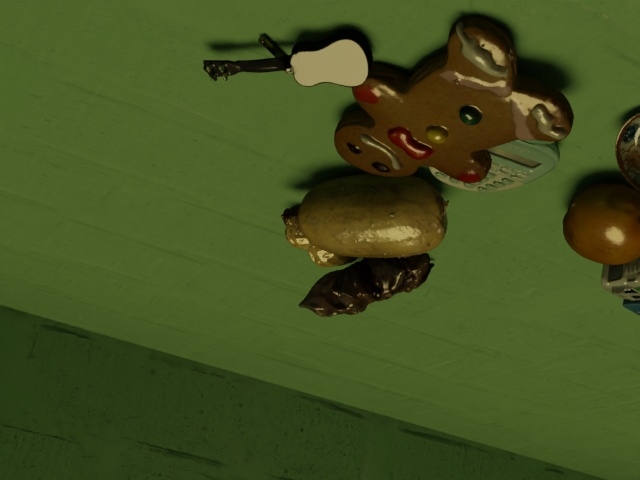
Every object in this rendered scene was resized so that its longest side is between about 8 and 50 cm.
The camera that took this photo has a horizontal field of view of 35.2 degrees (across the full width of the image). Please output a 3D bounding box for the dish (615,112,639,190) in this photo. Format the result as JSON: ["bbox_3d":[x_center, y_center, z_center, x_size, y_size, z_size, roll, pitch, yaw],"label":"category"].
[{"bbox_3d":[0.528,-0.143,1.526,0.141,0.078,0.141,21,125,32],"label":"dish"}]

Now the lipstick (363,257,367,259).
[{"bbox_3d":[0.101,0.021,2.190,0.027,0.027,0.176,7,159,9],"label":"lipstick"}]

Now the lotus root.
[{"bbox_3d":[0.075,-0.040,1.881,0.342,0.152,0.169,-3,154,25],"label":"lotus root"}]

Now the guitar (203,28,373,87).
[{"bbox_3d":[-0.057,-0.261,1.499,0.271,0.038,0.084,-2,128,19],"label":"guitar"}]

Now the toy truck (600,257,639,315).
[{"bbox_3d":[0.683,0.085,1.916,0.367,0.146,0.175,27,157,-35],"label":"toy truck"}]

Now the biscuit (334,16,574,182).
[{"bbox_3d":[0.172,-0.173,1.554,0.283,0.064,0.432,37,148,-26],"label":"biscuit"}]

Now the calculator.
[{"bbox_3d":[0.290,-0.144,1.676,0.184,0.042,0.295,17,160,-16],"label":"calculator"}]

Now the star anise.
[{"bbox_3d":[0.098,0.094,2.139,0.315,0.108,0.315,-23,179,0],"label":"star anise"}]

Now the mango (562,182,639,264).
[{"bbox_3d":[0.502,-0.022,1.762,0.151,0.120,0.221,29,166,12],"label":"mango"}]

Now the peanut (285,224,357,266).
[{"bbox_3d":[0.000,0.000,2.101,0.194,0.083,0.093,23,116,-36],"label":"peanut"}]

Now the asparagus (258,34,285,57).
[{"bbox_3d":[-0.052,-0.275,1.544,0.018,0.015,0.127,-6,153,36],"label":"asparagus"}]
